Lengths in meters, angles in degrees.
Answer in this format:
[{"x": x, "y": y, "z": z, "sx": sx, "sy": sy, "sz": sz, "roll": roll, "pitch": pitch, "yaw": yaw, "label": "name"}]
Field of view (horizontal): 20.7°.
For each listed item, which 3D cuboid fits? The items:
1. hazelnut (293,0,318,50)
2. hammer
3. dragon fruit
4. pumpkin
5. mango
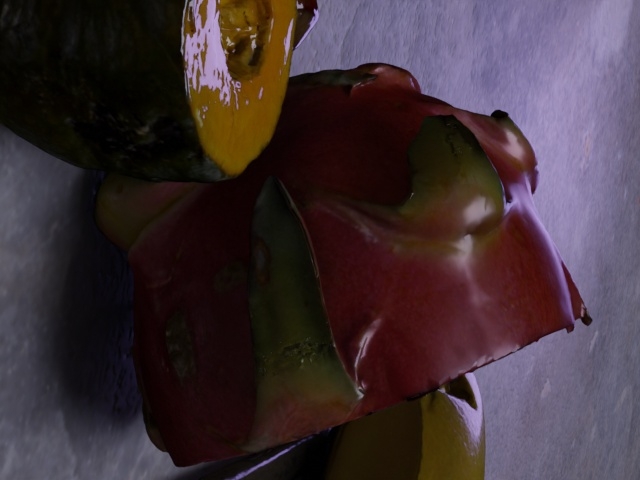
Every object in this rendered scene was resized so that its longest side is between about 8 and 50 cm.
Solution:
[{"x": -0.042, "y": -0.159, "z": 1.160, "sx": 0.086, "sy": 0.086, "sz": 0.086, "roll": 11, "pitch": 90, "yaw": -67, "label": "hazelnut"}, {"x": -0.070, "y": 0.183, "z": 1.292, "sx": 0.440, "sy": 0.044, "sz": 0.168, "roll": -15, "pitch": 113, "yaw": -64, "label": "hammer"}, {"x": 0.000, "y": 0.000, "z": 1.111, "sx": 0.305, "sy": 0.305, "sz": 0.226, "roll": -11, "pitch": 82, "yaw": -66, "label": "dragon fruit"}, {"x": -0.092, "y": -0.192, "z": 0.938, "sx": 0.222, "sy": 0.139, "sz": 0.317, "roll": -4, "pitch": 105, "yaw": -69, "label": "pumpkin"}, {"x": 0.069, "y": 0.197, "z": 1.402, "sx": 0.167, "sy": 0.130, "sz": 0.262, "roll": 66, "pitch": 35, "yaw": -56, "label": "mango"}]
